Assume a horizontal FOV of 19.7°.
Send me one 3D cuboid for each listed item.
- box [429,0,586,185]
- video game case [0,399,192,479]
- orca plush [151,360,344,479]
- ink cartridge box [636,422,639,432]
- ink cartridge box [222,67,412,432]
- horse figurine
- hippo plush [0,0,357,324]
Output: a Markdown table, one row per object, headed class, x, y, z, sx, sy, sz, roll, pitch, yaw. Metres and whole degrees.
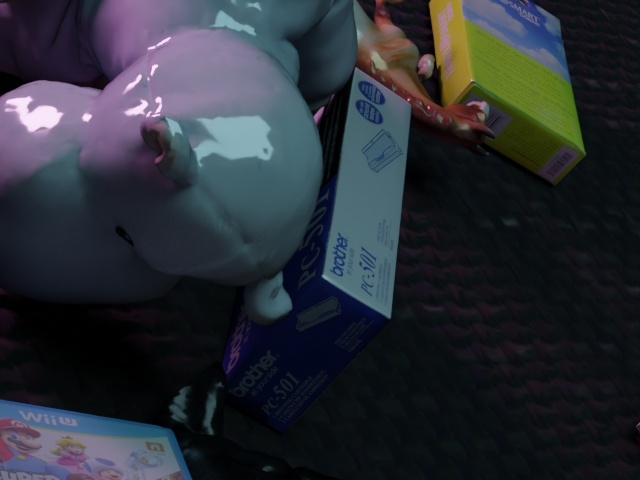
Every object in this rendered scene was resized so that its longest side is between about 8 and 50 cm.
| class | x | y | z | sx | sy | sz | roll | pitch | yaw |
| --- | --- | --- | --- | --- | --- | --- | --- | --- | --- |
| box | 0.136 | -0.129 | 1.371 | 0.109 | 0.042 | 0.178 | 29 | 32 | -21 |
| video game case | -0.100 | 0.113 | 0.747 | 0.119 | 0.015 | 0.166 | 11 | 19 | -22 |
| orca plush | 0.054 | 0.144 | 0.849 | 0.287 | 0.102 | 0.151 | 41 | 15 | 19 |
| ink cartridge box | 0.377 | 0.137 | 1.220 | 0.226 | 0.131 | 0.306 | 50 | 30 | 13 |
| ink cartridge box | 0.000 | 0.000 | 0.999 | 0.046 | 0.097 | 0.207 | 32 | 31 | -16 |
| horse figurine | 0.003 | -0.157 | 1.237 | 0.263 | 0.066 | 0.174 | 38 | 25 | -11 |
| hippo plush | -0.053 | -0.065 | 0.920 | 0.234 | 0.294 | 0.236 | 52 | 33 | -54 |
